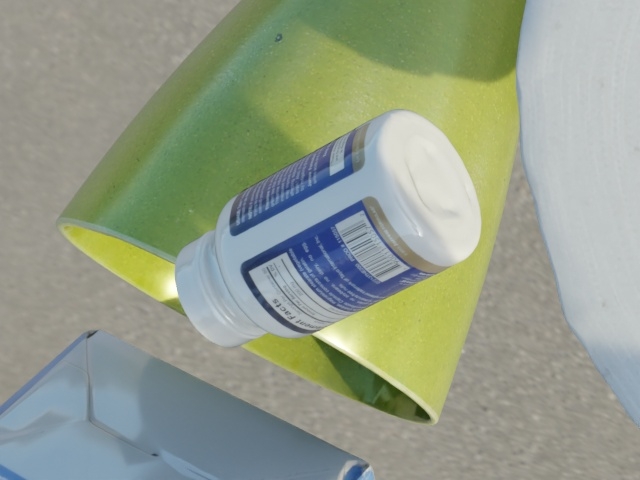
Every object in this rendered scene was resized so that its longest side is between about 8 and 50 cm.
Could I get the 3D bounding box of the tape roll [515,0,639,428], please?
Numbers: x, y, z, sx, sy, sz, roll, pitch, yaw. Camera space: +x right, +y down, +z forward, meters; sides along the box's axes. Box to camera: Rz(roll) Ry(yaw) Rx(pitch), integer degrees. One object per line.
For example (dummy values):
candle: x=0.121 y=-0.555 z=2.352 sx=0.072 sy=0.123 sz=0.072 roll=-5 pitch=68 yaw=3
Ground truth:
tape roll: x=0.157 y=-0.028 z=0.396 sx=0.219 sy=0.072 sz=0.219 roll=10 pitch=110 yaw=31

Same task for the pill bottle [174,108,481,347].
pill bottle: x=0.000 y=0.000 z=0.712 sx=0.120 sy=0.067 sz=0.067 roll=-27 pitch=70 yaw=32

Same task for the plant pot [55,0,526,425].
plant pot: x=0.017 y=-0.073 z=1.142 sx=0.274 sy=0.275 sz=0.293 roll=23 pitch=79 yaw=22

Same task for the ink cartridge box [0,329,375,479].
ink cartridge box: x=-0.074 y=0.290 z=1.248 sx=0.270 sy=0.395 sz=0.151 roll=22 pitch=50 yaw=36
